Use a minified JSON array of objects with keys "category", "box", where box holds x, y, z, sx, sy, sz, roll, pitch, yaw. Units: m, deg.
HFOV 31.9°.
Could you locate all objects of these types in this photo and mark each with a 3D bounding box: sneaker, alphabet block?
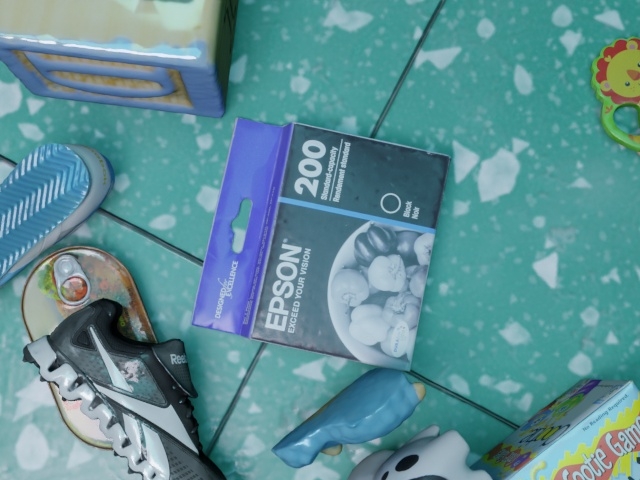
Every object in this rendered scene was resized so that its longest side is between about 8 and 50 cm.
[{"category":"sneaker","box":[-0.281,-0.005,1.005,0.228,0.092,0.087,-31,88,14]},{"category":"sneaker","box":[-0.140,0.141,0.959,0.234,0.078,0.106,44,87,4]},{"category":"alphabet block","box":[-0.168,-0.231,0.977,0.192,0.193,0.197,7,83,-3]}]

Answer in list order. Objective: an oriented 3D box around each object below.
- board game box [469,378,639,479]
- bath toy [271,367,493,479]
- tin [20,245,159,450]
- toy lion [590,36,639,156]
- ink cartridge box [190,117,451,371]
[{"category":"board game box","box":[0.277,0.270,0.963,0.142,0.144,0.275,-37,87,-6]},{"category":"bath toy","box":[0.110,0.278,0.937,0.129,0.151,0.348,-37,89,-15]},{"category":"tin","box":[-0.202,0.098,1.018,0.106,0.040,0.190,-21,86,-8]},{"category":"toy lion","box":[0.299,-0.141,1.069,0.096,0.034,0.100,27,84,8]},{"category":"ink cartridge box","box":[0.000,0.000,1.033,0.208,0.045,0.206,11,84,0]}]
